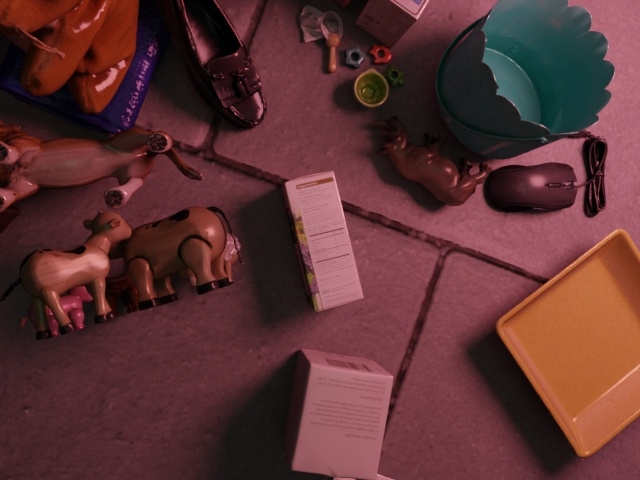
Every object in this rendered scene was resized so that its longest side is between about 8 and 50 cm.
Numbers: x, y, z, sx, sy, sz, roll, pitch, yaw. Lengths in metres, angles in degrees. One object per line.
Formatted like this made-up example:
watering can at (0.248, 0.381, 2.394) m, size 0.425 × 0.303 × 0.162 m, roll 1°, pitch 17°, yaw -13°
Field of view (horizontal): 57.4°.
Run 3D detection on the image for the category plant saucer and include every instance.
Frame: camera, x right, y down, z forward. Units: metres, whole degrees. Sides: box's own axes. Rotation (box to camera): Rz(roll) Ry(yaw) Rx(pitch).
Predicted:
plant saucer at (0.541, 0.198, 1.170) m, size 0.333 × 0.081 × 0.333 m, roll -35°, pitch 97°, yaw -8°

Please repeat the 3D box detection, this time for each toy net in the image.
toy net at (0.058, -0.361, 1.099) m, size 0.122 × 0.045 × 0.232 m, roll -41°, pitch 97°, yaw -7°

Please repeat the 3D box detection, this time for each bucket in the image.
bucket at (0.356, -0.288, 1.053) m, size 0.281 × 0.183 × 0.281 m, roll 5°, pitch 75°, yaw -18°

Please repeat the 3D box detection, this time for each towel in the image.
towel at (-0.388, -0.352, 1.014) m, size 0.227 × 0.076 × 0.308 m, roll 23°, pitch 86°, yaw -16°

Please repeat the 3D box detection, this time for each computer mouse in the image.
computer mouse at (0.466, -0.145, 1.164) m, size 0.262 × 0.060 × 0.184 m, roll 3°, pitch 91°, yaw -10°

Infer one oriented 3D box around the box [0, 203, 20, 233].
box at (-0.618, -0.040, 0.905) m, size 0.168 × 0.203 × 0.167 m, roll 40°, pitch 84°, yaw -8°

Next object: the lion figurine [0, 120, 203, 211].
lion figurine at (-0.390, -0.129, 0.937) m, size 0.392 × 0.240 × 0.142 m, roll 3°, pitch 106°, yaw -13°

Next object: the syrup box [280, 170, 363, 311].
syrup box at (0.000, 0.000, 1.068) m, size 0.096 × 0.093 × 0.237 m, roll -15°, pitch 93°, yaw -9°

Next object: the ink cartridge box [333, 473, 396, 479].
ink cartridge box at (0.065, 0.532, 1.121) m, size 0.145 × 0.045 × 0.179 m, roll 22°, pitch 69°, yaw -9°

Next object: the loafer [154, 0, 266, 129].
loafer at (-0.183, -0.327, 1.004) m, size 0.109 × 0.095 × 0.302 m, roll -38°, pitch 110°, yaw -21°

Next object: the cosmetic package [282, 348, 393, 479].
cosmetic package at (0.026, 0.305, 1.045) m, size 0.151 × 0.151 × 0.184 m, roll 12°, pitch 88°, yaw -9°

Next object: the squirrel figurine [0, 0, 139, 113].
squirrel figurine at (-0.345, -0.398, 0.791) m, size 0.281 × 0.370 × 0.397 m, roll 38°, pitch 82°, yaw -14°

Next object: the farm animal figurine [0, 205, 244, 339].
farm animal figurine at (-0.288, 0.023, 0.901) m, size 0.326 × 0.330 × 0.172 m, roll -15°, pitch 89°, yaw -8°

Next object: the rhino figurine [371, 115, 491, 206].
rhino figurine at (0.198, -0.156, 1.112) m, size 0.243 × 0.073 × 0.106 m, roll 33°, pitch 82°, yaw -7°

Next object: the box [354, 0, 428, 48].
box at (0.186, -0.514, 1.058) m, size 0.087 × 0.169 × 0.290 m, roll 31°, pitch 85°, yaw -9°

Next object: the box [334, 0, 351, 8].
box at (0.066, -0.521, 0.992) m, size 0.122 × 0.257 × 0.128 m, roll 43°, pitch 84°, yaw -9°
